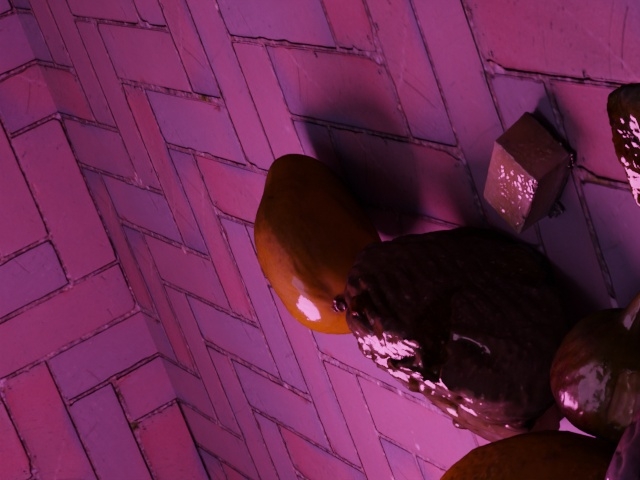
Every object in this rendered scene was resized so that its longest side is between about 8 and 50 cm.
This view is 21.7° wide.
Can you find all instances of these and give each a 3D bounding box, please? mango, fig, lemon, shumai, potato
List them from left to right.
[{"bbox_3d":[0.006,0.007,2.154,0.195,0.142,0.331,45,-162,-18],"label":"mango"},{"bbox_3d":[0.163,0.151,1.940,0.346,0.217,0.283,37,147,43],"label":"shumai"},{"bbox_3d":[0.218,-0.066,1.764,0.086,0.061,0.122,50,157,23],"label":"potato"},{"bbox_3d":[0.245,0.326,1.767,0.310,0.253,0.253,-13,108,26],"label":"lemon"},{"bbox_3d":[0.318,0.099,1.661,0.149,0.149,0.245,48,143,33],"label":"fig"}]

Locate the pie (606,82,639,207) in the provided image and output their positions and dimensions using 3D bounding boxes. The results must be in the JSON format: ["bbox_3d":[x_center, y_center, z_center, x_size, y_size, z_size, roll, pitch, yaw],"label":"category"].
[{"bbox_3d":[0.338,-0.020,1.427,0.277,0.078,0.277,57,-178,-3],"label":"pie"}]

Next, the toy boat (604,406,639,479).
[{"bbox_3d":[0.336,0.238,1.619,0.155,0.227,0.085,29,168,-30],"label":"toy boat"}]

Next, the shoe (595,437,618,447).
[{"bbox_3d":[0.334,0.252,1.883,0.169,0.071,0.099,20,131,55],"label":"shoe"}]
